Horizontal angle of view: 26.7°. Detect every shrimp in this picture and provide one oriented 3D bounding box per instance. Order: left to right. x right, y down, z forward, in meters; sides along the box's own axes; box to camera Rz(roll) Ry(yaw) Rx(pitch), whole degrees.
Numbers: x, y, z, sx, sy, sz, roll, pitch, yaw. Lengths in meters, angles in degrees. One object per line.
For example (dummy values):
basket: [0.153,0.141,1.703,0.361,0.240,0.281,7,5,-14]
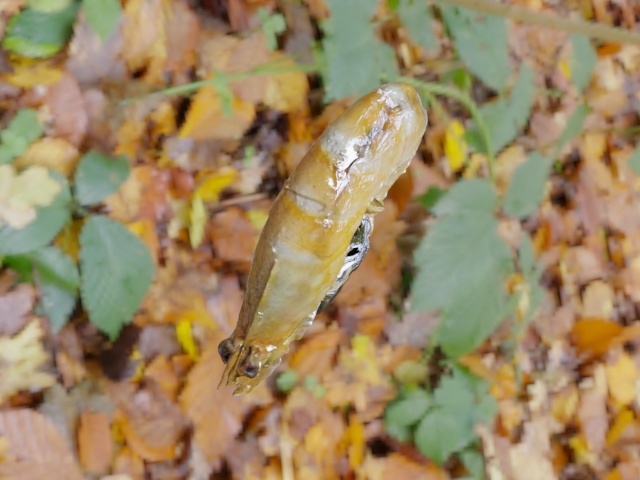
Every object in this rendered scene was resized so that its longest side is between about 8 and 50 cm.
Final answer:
shrimp: [0.000,0.000,0.998,0.152,0.063,0.287,-38,161,-52]
